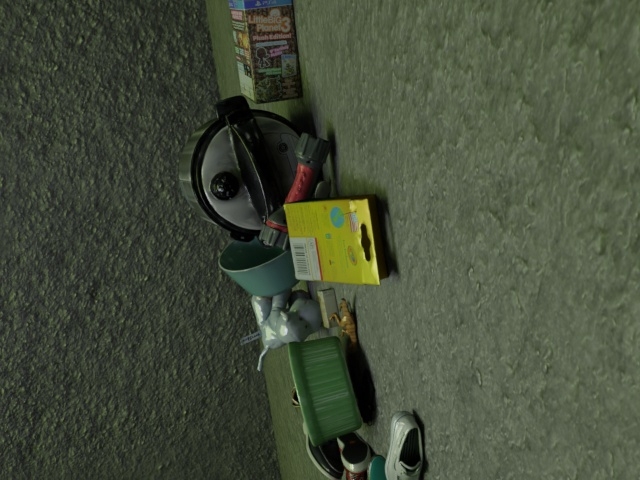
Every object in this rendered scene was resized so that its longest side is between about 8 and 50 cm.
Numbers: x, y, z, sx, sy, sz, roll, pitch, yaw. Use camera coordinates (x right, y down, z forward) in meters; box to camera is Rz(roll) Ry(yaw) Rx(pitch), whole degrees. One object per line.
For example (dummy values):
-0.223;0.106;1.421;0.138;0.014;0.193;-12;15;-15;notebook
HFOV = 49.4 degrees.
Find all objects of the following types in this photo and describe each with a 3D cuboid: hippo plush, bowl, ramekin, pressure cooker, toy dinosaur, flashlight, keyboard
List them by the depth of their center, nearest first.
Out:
-0.066;-0.128;1.812;0.103;0.103;0.304;-122;50;-78;flashlight
0.074;0.212;1.935;0.112;0.064;0.211;34;145;53;toy dinosaur
0.120;0.451;1.957;0.192;0.038;0.100;92;160;-47;keyboard
0.016;0.421;1.989;0.303;0.148;0.303;165;90;-90;ramekin
-0.210;-0.191;2.023;0.375;0.370;0.420;-63;19;-3;pressure cooker
-0.122;0.255;2.316;0.234;0.294;0.236;57;158;-3;hippo plush
-0.170;0.076;2.339;0.163;0.312;0.311;68;172;-26;bowl

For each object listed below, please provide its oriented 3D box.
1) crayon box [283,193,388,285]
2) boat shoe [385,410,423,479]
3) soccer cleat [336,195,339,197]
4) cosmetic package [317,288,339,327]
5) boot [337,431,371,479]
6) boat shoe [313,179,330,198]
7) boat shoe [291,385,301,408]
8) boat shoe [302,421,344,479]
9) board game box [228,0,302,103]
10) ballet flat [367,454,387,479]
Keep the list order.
0.047;-0.002;1.649;0.319;0.081;0.202;2;103;53;crayon box
0.196;0.509;1.605;0.076;0.083;0.226;-136;37;-68;boat shoe
0.000;0.000;1.900;0.331;0.116;0.143;119;141;-68;soccer cleat
0.026;0.207;2.124;0.060;0.041;0.115;165;93;-76;cosmetic package
0.113;0.696;2.091;0.244;0.089;0.176;-161;60;-83;boot
0.001;-0.132;1.950;0.125;0.046;0.038;84;163;-55;boat shoe
-0.049;0.554;2.518;0.324;0.120;0.122;104;157;-58;boat shoe
0.029;0.677;2.356;0.127;0.113;0.340;37;-173;-15;boat shoe
-0.165;-0.569;2.051;0.232;0.141;0.290;-132;33;-64;board game box
0.167;0.683;1.893;0.074;0.074;0.203;139;117;-74;ballet flat
